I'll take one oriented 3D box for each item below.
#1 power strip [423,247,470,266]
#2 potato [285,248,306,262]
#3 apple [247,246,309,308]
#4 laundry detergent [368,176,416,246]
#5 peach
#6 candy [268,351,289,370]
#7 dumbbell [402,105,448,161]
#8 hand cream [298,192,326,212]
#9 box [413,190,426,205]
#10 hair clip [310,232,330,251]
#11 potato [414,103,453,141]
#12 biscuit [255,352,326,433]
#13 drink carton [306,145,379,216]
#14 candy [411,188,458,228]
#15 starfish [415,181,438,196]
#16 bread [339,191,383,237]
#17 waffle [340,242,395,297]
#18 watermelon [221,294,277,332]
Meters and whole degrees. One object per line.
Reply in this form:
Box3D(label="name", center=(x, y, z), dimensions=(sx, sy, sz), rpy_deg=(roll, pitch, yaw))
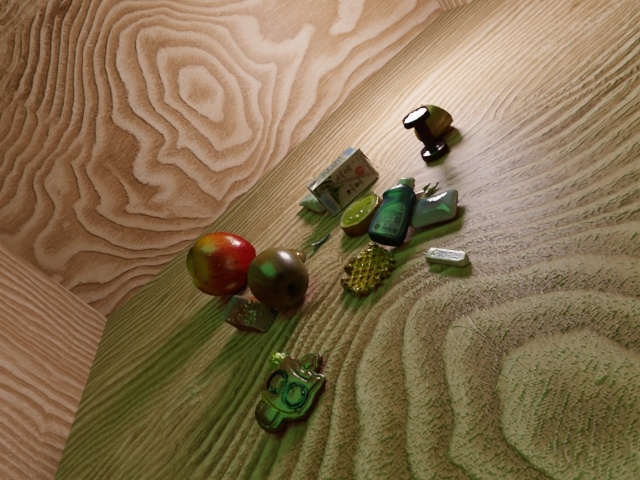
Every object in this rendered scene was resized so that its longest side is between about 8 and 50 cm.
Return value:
Box3D(label="power strip", center=(0.407, 0.054, 1.369), dimensions=(0.047, 0.030, 0.191), rpy_deg=(-50, 27, -18))
Box3D(label="potato", center=(-0.162, 0.090, 2.068), dimensions=(0.200, 0.081, 0.164), rpy_deg=(1, 48, 52))
Box3D(label="apple", center=(-0.176, 0.161, 1.774), dimensions=(0.257, 0.257, 0.234), rpy_deg=(-48, 28, -13))
Box3D(label="laundry detergent", center=(0.295, -0.121, 1.640), dimensions=(0.143, 0.094, 0.290), rpy_deg=(12, 68, 32))
Box3D(label="peach", center=(-0.521, 0.124, 2.248), dimensions=(0.370, 0.370, 0.370), rpy_deg=(-33, 27, 19))
Box3D(label="candy", center=(-0.128, 0.485, 1.426), dimensions=(0.077, 0.073, 0.262), rpy_deg=(-18, 34, 0))
Box3D(label="dumbbell", center=(0.471, -0.479, 1.885), dimensions=(0.124, 0.225, 0.140), rpy_deg=(-28, 26, 22))
Box3D(label="hand cream", center=(-0.040, -0.228, 2.377), dimensions=(0.147, 0.093, 0.306), rpy_deg=(-42, 23, -4))
Box3D(label="box", center=(0.370, -0.162, 1.685), dimensions=(0.115, 0.025, 0.048), rpy_deg=(-18, 46, 31))
Box3D(label="hair clip", center=(0.000, 0.000, 2.024), dimensions=(0.115, 0.039, 0.030), rpy_deg=(-43, 31, -7))
Box3D(label="potato", center=(0.523, -0.547, 2.012), dimensions=(0.158, 0.178, 0.203), rpy_deg=(-61, 12, 9))
Box3D(label="biscuit", center=(-0.093, 0.476, 1.341), dimensions=(0.208, 0.041, 0.290), rpy_deg=(21, 63, 41))
Box3D(label="drink carton", center=(0.115, -0.310, 2.164), dimensions=(0.324, 0.194, 0.132), rpy_deg=(-43, 24, -1))
Box3D(label="candy", center=(0.426, -0.119, 1.563), dimensions=(0.174, 0.071, 0.138), rpy_deg=(-17, 40, 41))
Box3D(label="starfish", center=(0.397, -0.166, 1.724), dimensions=(0.223, 0.050, 0.217), rpy_deg=(-50, 34, -5))
Box3D(label="bread", center=(0.191, -0.119, 1.902), dimensions=(0.236, 0.070, 0.236), rpy_deg=(-34, 26, 19))
Box3D(label="waffle", center=(0.175, 0.113, 1.588), dimensions=(0.228, 0.051, 0.231), rpy_deg=(-41, 26, -4))
Box3D(label="watermelon", center=(-0.299, 0.328, 1.870), dimensions=(0.256, 0.140, 0.193), rpy_deg=(14, 67, 51))
